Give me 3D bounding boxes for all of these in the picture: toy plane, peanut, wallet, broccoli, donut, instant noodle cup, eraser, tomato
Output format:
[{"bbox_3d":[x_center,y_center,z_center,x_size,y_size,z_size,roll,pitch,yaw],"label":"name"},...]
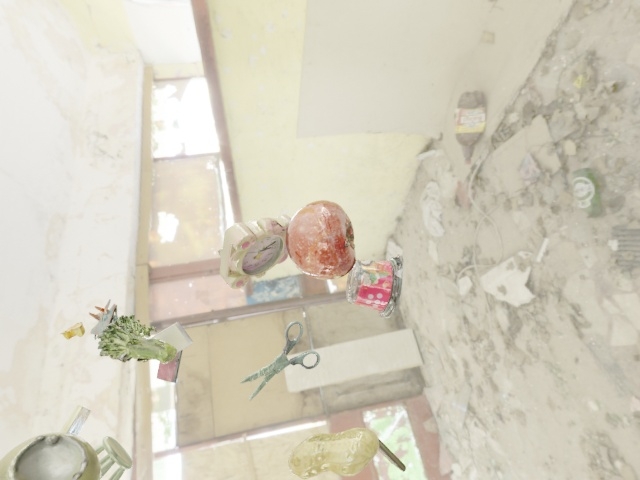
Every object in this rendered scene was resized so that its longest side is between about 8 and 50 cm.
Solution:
[{"bbox_3d":[-1.101,0.462,2.091,0.326,0.223,0.104,51,-168,33],"label":"toy plane"},{"bbox_3d":[0.039,0.629,1.187,0.125,0.274,0.111,-100,-4,-46],"label":"peanut"},{"bbox_3d":[0.258,0.858,1.663,0.198,0.031,0.110,46,160,-6],"label":"wallet"},{"bbox_3d":[-0.600,0.347,1.355,0.165,0.303,0.146,-64,-34,-29],"label":"broccoli"},{"bbox_3d":[-0.852,0.319,1.403,0.038,0.083,0.067,64,165,-23],"label":"donut"},{"bbox_3d":[0.209,0.180,1.678,0.258,0.181,0.303,-103,24,-70],"label":"instant noodle cup"},{"bbox_3d":[-0.794,0.624,2.150,0.025,0.119,0.232,36,-119,-71],"label":"wallet"},{"bbox_3d":[-0.577,0.387,1.564,0.104,0.150,0.023,57,-162,-8],"label":"eraser"},{"bbox_3d":[0.000,0.000,1.358,0.270,0.226,0.271,-9,-90,-76],"label":"tomato"}]

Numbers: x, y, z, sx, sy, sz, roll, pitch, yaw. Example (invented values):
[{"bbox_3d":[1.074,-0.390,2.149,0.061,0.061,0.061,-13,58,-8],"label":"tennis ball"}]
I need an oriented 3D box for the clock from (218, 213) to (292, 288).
[{"bbox_3d":[-0.246,0.032,1.619,0.114,0.309,0.284,41,134,30],"label":"clock"}]

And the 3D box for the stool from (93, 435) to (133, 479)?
[{"bbox_3d":[-1.021,1.056,1.893,0.195,0.198,0.195,31,149,35],"label":"stool"}]

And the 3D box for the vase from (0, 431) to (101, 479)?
[{"bbox_3d":[-0.702,0.661,0.965,0.302,0.240,0.329,-64,-3,22],"label":"vase"}]

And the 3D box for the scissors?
[{"bbox_3d":[-0.188,0.570,1.848,0.029,0.383,0.256,1,123,62],"label":"scissors"}]

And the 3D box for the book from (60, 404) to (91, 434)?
[{"bbox_3d":[-0.939,0.725,1.516,0.264,0.027,0.202,-49,18,57],"label":"book"}]
